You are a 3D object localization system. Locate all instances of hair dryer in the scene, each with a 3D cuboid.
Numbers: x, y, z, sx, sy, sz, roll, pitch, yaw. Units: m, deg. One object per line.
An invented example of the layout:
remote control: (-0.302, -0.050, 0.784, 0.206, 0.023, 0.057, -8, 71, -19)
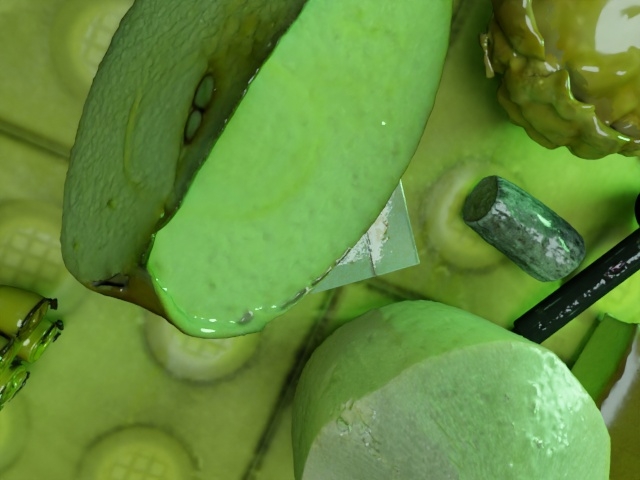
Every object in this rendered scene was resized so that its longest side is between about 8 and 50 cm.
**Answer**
hair dryer: (0.272, 0.033, 0.574, 0.070, 0.114, 0.248, 48, 109, 10)

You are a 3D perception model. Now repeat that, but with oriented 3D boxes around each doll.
doll: (-0.319, 0.035, 0.462, 0.221, 0.135, 0.143, 29, 61, -7)

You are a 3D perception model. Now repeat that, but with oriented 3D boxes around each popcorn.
popcorn: (0.251, -0.178, 0.478, 0.250, 0.190, 0.250, -2, 118, -4)

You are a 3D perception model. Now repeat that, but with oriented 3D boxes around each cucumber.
cucumber: (0.188, -0.012, 0.557, 0.112, 0.064, 0.064, 38, 91, -9)

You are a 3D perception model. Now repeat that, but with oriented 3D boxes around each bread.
bread: (0.262, 0.260, 0.603, 0.138, 0.077, 0.361, 28, 93, -13)

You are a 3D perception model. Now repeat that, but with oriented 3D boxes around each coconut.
coconut: (0.092, 0.175, 0.477, 0.239, 0.244, 0.239, -1, 98, -9)

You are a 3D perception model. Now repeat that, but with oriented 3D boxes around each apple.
apple: (-0.049, -0.101, 0.438, 0.254, 0.179, 0.346, 31, 99, -7)

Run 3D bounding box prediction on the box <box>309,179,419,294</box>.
box: (0.000, 0.000, 0.547, 0.167, 0.024, 0.090, -15, 100, -5)
